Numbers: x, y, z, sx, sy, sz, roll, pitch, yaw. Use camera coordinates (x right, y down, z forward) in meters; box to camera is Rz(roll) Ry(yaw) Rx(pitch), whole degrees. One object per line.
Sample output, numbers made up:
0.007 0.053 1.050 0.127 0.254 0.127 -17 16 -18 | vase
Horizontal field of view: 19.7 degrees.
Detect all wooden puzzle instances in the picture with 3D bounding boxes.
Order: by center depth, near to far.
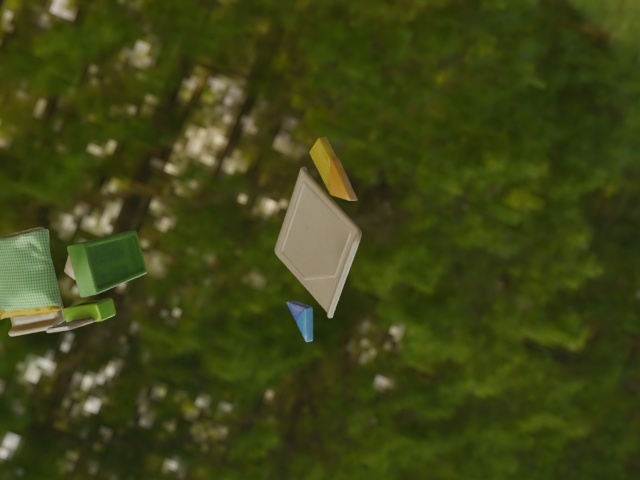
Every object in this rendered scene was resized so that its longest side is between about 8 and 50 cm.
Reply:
0.000 0.000 1.128 0.014 0.116 0.078 -9 -129 -33 | wooden puzzle

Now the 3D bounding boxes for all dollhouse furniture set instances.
-0.199 0.029 1.328 0.151 0.076 0.058 -10 -175 37 | dollhouse furniture set
